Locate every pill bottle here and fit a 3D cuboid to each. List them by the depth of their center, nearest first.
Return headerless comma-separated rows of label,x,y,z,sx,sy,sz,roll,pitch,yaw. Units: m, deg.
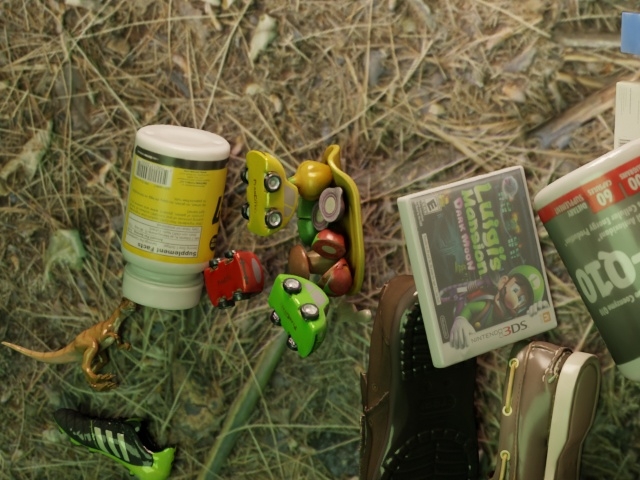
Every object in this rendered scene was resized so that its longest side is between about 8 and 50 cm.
pill bottle,0.351,0.045,1.615,0.161,0.161,0.283,-30,83,29
pill bottle,-0.183,-0.028,1.936,0.119,0.119,0.209,18,108,24

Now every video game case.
video game case,0.176,0.026,1.736,0.022,0.173,0.190,-7,98,56

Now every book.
book,0.385,-0.117,1.672,0.144,0.035,0.096,8,107,27

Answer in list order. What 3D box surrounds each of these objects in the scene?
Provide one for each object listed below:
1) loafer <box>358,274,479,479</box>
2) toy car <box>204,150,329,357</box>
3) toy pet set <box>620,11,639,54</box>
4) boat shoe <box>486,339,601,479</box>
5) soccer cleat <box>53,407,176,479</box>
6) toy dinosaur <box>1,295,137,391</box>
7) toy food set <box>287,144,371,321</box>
loafer,0.111,0.200,1.844,0.130,0.133,0.366,-130,44,-61
toy car,-0.045,0.042,1.810,0.225,0.053,0.239,56,140,35
toy pet set,0.339,-0.254,1.649,0.122,0.065,0.114,7,103,27
boat shoe,0.235,0.273,1.784,0.096,0.116,0.324,16,103,29
soccer cleat,-0.269,0.257,2.079,0.179,0.060,0.072,28,102,14
toy dinosaur,-0.310,0.145,2.082,0.211,0.064,0.112,-28,68,20
toy food set,0.000,0.000,1.837,0.128,0.071,0.218,-165,68,-72
